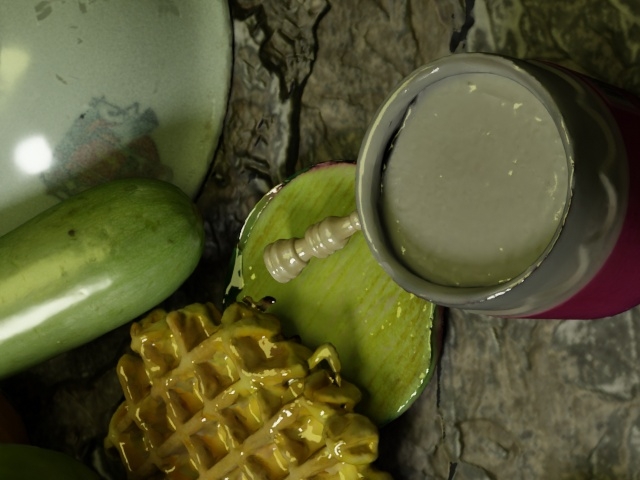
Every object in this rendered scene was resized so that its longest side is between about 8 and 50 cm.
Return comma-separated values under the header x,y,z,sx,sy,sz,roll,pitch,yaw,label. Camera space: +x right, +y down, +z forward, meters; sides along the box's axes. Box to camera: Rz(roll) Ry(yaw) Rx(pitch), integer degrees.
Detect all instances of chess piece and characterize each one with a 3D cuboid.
x,y,z,sx,sy,sz,roll,pitch,yaw,label
0.000,0.000,1.203,0.092,0.035,0.035,-28,71,29,chess piece

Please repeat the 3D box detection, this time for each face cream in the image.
x,y,z,sx,sy,sz,roll,pitch,yaw,label
0.142,-0.034,1.038,0.175,0.195,0.175,-4,84,36,face cream

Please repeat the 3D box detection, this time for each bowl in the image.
x,y,z,sx,sy,sz,roll,pitch,yaw,label
-0.306,-0.159,1.379,0.434,0.196,0.435,-2,87,37,bowl

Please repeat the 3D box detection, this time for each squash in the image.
x,y,z,sx,sy,sz,roll,pitch,yaw,label
-0.266,0.057,1.287,0.370,0.118,0.118,-28,70,7,squash

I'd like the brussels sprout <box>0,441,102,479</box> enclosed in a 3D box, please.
x,y,z,sx,sy,sz,roll,pitch,yaw,label
-0.251,0.304,1.200,0.316,0.273,0.243,50,157,16,brussels sprout

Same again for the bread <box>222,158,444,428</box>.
x,y,z,sx,sy,sz,roll,pitch,yaw,label
0.014,0.048,1.230,0.228,0.033,0.228,-4,83,37,bread

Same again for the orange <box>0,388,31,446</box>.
x,y,z,sx,sy,sz,roll,pitch,yaw,label
-0.374,0.211,1.397,0.219,0.193,0.219,1,63,-3,orange

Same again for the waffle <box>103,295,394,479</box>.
x,y,z,sx,sy,sz,roll,pitch,yaw,label
-0.063,0.196,1.235,0.329,0.062,0.329,7,101,40,waffle
